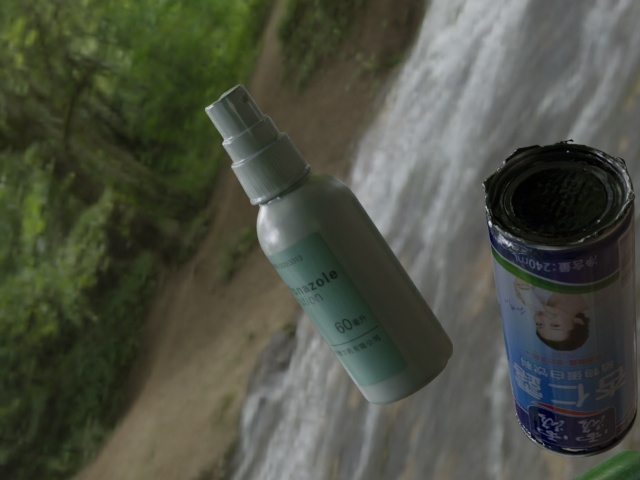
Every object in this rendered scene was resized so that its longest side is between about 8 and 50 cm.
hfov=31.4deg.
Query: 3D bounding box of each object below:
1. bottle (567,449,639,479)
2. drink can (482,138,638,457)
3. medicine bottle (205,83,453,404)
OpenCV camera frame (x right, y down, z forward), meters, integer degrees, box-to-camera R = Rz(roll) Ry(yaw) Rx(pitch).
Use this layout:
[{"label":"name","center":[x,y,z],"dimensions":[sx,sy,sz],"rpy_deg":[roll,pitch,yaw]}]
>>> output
[{"label":"bottle","center":[0.185,0.285,0.997],"dimensions":[0.093,0.330,0.093],"rpy_deg":[29,129,43]},{"label":"drink can","center":[0.171,0.047,0.788],"dimensions":[0.235,0.097,0.097],"rpy_deg":[73,-167,-46]},{"label":"medicine bottle","center":[0.000,0.000,1.157],"dimensions":[0.110,0.352,0.110],"rpy_deg":[-33,12,8]}]
